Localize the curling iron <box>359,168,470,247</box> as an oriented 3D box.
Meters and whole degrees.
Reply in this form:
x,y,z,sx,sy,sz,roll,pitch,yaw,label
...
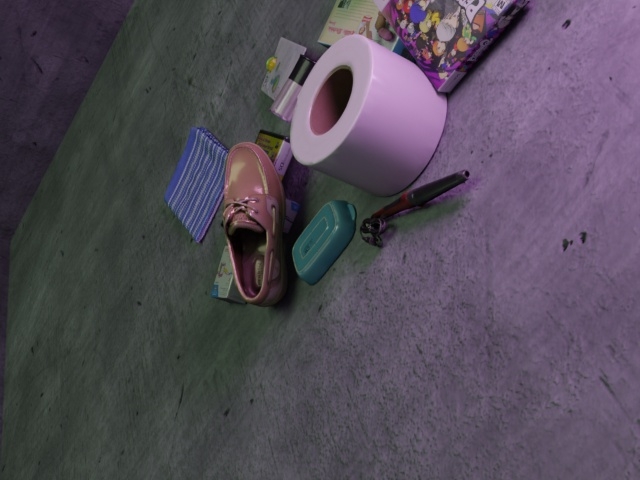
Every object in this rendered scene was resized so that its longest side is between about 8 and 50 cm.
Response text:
x,y,z,sx,sy,sz,roll,pitch,yaw,label
0.156,-0.056,1.453,0.274,0.035,0.068,-31,51,48,curling iron

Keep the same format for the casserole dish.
x,y,z,sx,sy,sz,roll,pitch,yaw,label
0.000,0.000,1.672,0.188,0.037,0.114,-52,33,28,casserole dish

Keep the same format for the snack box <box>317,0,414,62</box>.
x,y,z,sx,sy,sz,roll,pitch,yaw,label
0.117,-0.451,1.736,0.187,0.060,0.322,-64,30,7,snack box

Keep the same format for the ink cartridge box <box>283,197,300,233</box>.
x,y,z,sx,sy,sz,roll,pitch,yaw,label
-0.082,-0.047,1.823,0.028,0.048,0.083,37,105,59,ink cartridge box

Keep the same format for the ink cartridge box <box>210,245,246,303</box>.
x,y,z,sx,sy,sz,roll,pitch,yaw,label
-0.188,0.073,1.918,0.088,0.052,0.122,-2,69,58,ink cartridge box

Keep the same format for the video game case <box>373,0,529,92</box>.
x,y,z,sx,sy,sz,roll,pitch,yaw,label
0.213,-0.406,1.474,0.210,0.042,0.232,-48,61,36,video game case

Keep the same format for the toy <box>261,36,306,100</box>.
x,y,z,sx,sy,sz,roll,pitch,yaw,label
-0.072,-0.387,2.012,0.136,0.056,0.237,-67,25,11,toy

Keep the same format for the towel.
x,y,z,sx,sy,sz,roll,pitch,yaw,label
-0.327,-0.158,2.303,0.243,0.040,0.336,-64,30,10,towel

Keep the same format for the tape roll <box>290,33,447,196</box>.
x,y,z,sx,sy,sz,roll,pitch,yaw,label
0.082,-0.218,1.540,0.246,0.169,0.246,-37,42,44,tape roll

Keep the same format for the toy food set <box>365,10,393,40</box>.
x,y,z,sx,sy,sz,roll,pitch,yaw,label
0.137,-0.405,1.601,0.122,0.019,0.077,-25,53,36,toy food set

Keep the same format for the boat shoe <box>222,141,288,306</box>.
x,y,z,sx,sy,sz,roll,pitch,yaw,label
-0.135,-0.039,1.736,0.122,0.110,0.341,-14,80,15,boat shoe

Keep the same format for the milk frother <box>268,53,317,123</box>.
x,y,z,sx,sy,sz,roll,pitch,yaw,label
-0.012,-0.288,1.779,0.134,0.129,0.143,-59,25,9,milk frother

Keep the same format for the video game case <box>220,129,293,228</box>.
x,y,z,sx,sy,sz,roll,pitch,yaw,label
-0.141,-0.120,1.931,0.248,0.035,0.275,-67,18,4,video game case
